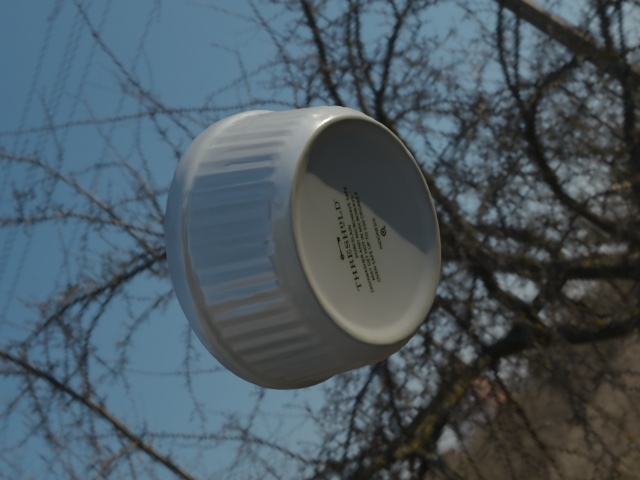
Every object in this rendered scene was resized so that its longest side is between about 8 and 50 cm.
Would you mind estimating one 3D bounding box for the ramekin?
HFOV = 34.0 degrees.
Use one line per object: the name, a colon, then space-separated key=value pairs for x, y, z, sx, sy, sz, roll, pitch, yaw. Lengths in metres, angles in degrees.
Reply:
ramekin: x=0.000 y=0.000 z=0.964 sx=0.127 sy=0.272 sz=0.273 roll=-12 pitch=16 yaw=40
